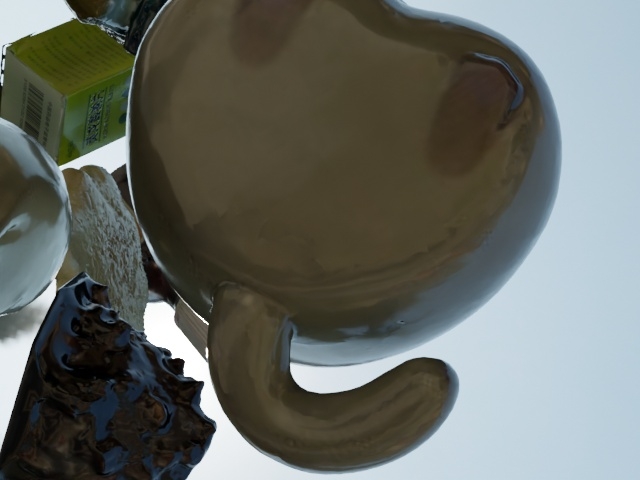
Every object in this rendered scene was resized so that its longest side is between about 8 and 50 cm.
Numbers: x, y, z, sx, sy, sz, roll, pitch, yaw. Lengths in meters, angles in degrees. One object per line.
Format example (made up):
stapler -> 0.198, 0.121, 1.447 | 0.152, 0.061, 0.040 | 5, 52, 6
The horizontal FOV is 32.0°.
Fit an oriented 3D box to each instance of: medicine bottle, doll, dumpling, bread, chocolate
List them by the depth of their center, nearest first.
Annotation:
dumpling -> -0.216, -0.015, 0.592 | 0.250, 0.162, 0.132 | -137, -112, -87
doll -> 0.016, -0.044, 0.643 | 0.370, 0.215, 0.226 | -57, 162, -77
chocolate -> -0.188, 0.167, 1.078 | 0.206, 0.177, 0.224 | -81, -169, -81
bread -> -0.302, 0.040, 1.559 | 0.054, 0.316, 0.316 | -10, -115, 9
medicine bottle -> -0.332, -0.231, 1.633 | 0.141, 0.250, 0.137 | 39, -44, 17
medicine bottle -> -0.245, 0.044, 2.027 | 0.242, 0.242, 0.395 | -55, -126, 21

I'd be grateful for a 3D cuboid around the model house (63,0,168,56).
model house -> -0.126, -0.243, 1.089 | 0.253, 0.291, 0.184 | 37, -69, 34
